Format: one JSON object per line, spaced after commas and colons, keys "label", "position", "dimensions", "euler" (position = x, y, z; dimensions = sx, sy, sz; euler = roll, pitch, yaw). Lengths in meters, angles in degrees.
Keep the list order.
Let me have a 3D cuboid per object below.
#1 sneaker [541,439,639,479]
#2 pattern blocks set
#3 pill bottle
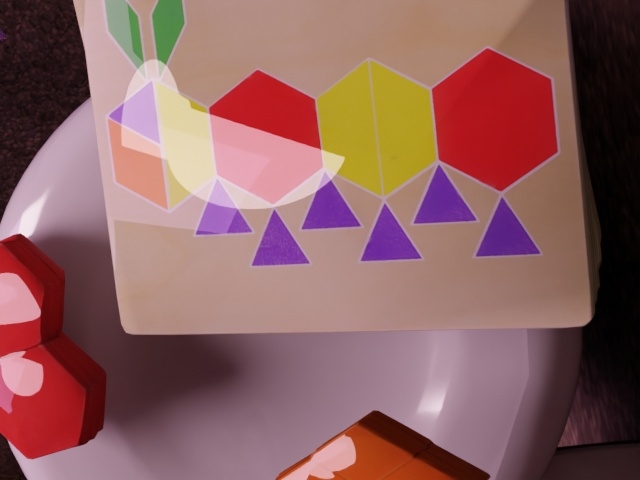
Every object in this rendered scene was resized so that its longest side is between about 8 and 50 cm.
{"label": "sneaker", "position": [0.101, 0.173, 0.854], "dimensions": [0.290, 0.105, 0.123], "euler": [106, 158, -76]}
{"label": "pattern blocks set", "position": [-0.001, -0.040, 0.583], "dimensions": [0.026, 0.324, 0.286], "euler": [-23, -63, -63]}
{"label": "pill bottle", "position": [0.000, 0.000, 0.850], "dimensions": [0.408, 0.229, 0.229], "euler": [-67, -31, -78]}
